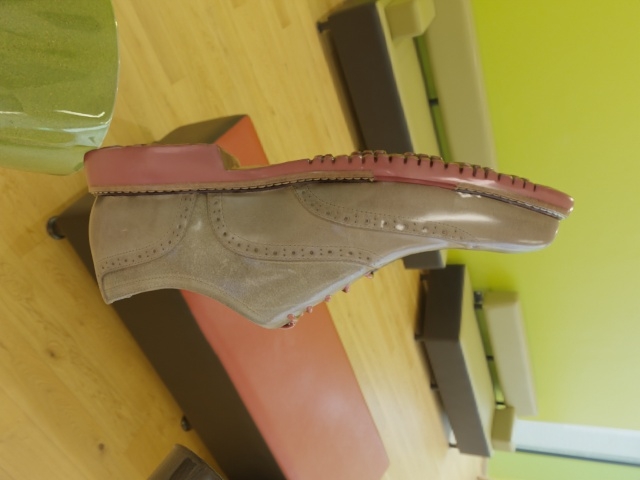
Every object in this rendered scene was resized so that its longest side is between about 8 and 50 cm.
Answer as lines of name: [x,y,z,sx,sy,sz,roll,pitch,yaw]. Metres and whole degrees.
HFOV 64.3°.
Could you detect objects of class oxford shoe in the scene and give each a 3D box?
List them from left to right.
oxford shoe: [0.000,0.000,0.380,0.123,0.347,0.130,-18,110,-81]

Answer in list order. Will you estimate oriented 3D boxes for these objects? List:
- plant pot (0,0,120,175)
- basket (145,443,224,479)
plant pot: [-0.416,-0.205,0.520,0.293,0.274,0.275,-9,95,-53]
basket: [-0.138,0.313,0.378,0.226,0.154,0.204,-36,86,-37]
